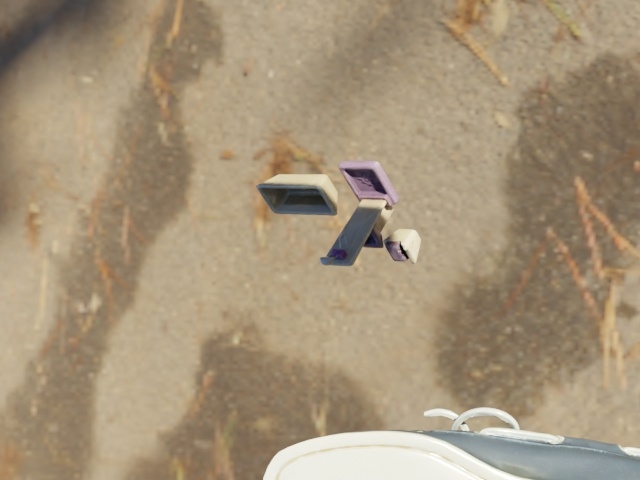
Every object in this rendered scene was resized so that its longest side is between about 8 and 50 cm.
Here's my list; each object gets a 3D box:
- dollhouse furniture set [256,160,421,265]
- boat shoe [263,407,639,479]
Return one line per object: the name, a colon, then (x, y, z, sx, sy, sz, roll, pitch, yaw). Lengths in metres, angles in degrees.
dollhouse furniture set: (0.000, 0.000, 1.025, 0.114, 0.091, 0.081, 3, 49, 38)
boat shoe: (0.098, 0.140, 0.726, 0.079, 0.254, 0.095, -57, -33, -79)
